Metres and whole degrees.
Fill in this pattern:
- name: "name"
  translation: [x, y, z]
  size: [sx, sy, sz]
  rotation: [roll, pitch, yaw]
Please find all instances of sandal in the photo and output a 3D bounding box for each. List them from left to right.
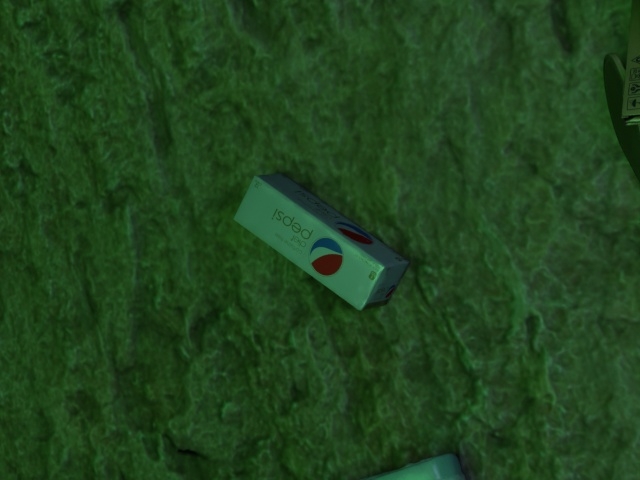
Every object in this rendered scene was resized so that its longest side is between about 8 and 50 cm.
- name: "sandal"
  translation: [0.383, -0.098, 1.522]
  size: [0.079, 0.088, 0.240]
  rotation: [-15, 84, -4]

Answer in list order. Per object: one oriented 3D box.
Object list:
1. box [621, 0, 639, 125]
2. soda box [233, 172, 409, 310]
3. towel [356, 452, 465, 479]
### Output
- name: "box"
  translation: [0.407, -0.218, 1.458]
  size: [0.164, 0.021, 0.201]
  rotation: [-4, 60, 28]
- name: "soda box"
  translation: [0.000, 0.000, 1.732]
  size: [0.216, 0.074, 0.069]
  rotation: [35, 110, 22]
- name: "towel"
  translation: [0.058, 0.464, 1.724]
  size: [0.374, 0.090, 0.321]
  rotation: [-24, 78, 31]
